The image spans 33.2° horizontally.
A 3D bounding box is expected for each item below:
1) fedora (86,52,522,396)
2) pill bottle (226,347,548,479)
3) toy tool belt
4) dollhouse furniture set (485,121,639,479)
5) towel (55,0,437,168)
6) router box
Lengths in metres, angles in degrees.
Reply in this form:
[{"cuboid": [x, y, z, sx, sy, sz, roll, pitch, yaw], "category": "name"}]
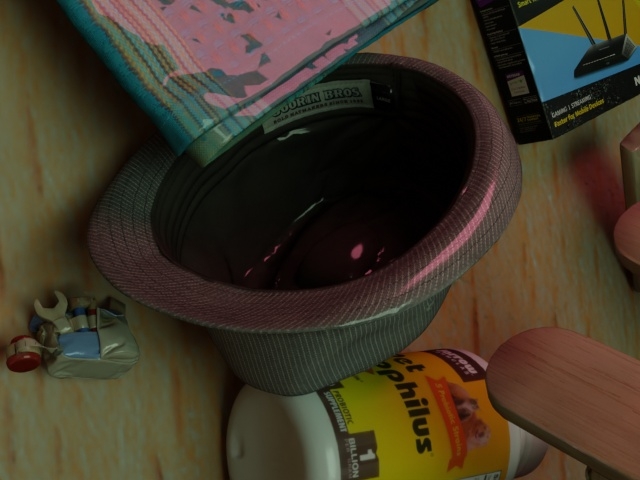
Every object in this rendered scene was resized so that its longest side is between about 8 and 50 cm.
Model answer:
[{"cuboid": [0.000, 0.000, 0.664, 0.275, 0.243, 0.124, -59, 149, -42], "category": "fedora"}, {"cuboid": [0.053, 0.136, 0.730, 0.214, 0.117, 0.117, -2, 89, -36], "category": "pill bottle"}, {"cuboid": [-0.150, 0.054, 0.639, 0.083, 0.052, 0.051, 8, 52, -38], "category": "toy tool belt"}, {"cuboid": [0.258, 0.104, 0.779, 0.394, 0.256, 0.362, -42, 135, -24], "category": "dollhouse furniture set"}, {"cuboid": [-0.091, -0.257, 0.653, 0.271, 0.040, 0.370, -40, 98, -31], "category": "towel"}, {"cuboid": [0.218, -0.173, 0.908, 0.178, 0.046, 0.133, -28, 103, -33], "category": "router box"}]
